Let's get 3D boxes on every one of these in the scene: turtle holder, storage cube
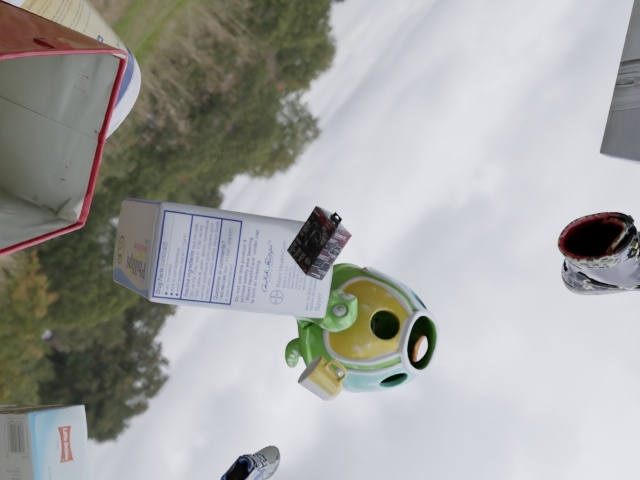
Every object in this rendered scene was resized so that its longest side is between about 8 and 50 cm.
[{"bbox_3d":[0.080,0.146,1.751,0.227,0.320,0.243,10,-131,34],"label":"turtle holder"},{"bbox_3d":[-0.316,-0.111,0.830,0.215,0.193,0.183,-29,141,-65],"label":"storage cube"}]

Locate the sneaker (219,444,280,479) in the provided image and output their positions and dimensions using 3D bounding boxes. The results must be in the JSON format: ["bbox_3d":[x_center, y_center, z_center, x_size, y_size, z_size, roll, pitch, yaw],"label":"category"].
[{"bbox_3d":[-0.109,0.361,1.506,0.135,0.052,0.058,-34,144,-42],"label":"sneaker"}]

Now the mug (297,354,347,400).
[{"bbox_3d":[0.007,0.235,1.598,0.062,0.064,0.078,-49,-173,-21],"label":"mug"}]

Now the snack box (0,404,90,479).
[{"bbox_3d":[-0.325,0.261,0.957,0.060,0.187,0.322,-2,174,-41],"label":"snack box"}]

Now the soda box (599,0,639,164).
[{"bbox_3d":[0.272,-0.187,0.646,0.091,0.098,0.286,-10,113,-65],"label":"soda box"}]

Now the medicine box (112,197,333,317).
[{"bbox_3d":[-0.160,0.025,1.528,0.263,0.289,0.149,-171,-90,-66],"label":"medicine box"}]

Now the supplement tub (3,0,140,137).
[{"bbox_3d":[-0.418,-0.275,1.282,0.228,0.316,0.228,-18,-134,20],"label":"supplement tub"}]

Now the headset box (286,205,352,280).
[{"bbox_3d":[0.000,0.000,1.249,0.083,0.032,0.062,-56,-139,13],"label":"headset box"}]

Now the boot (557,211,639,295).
[{"bbox_3d":[0.435,0.014,1.277,0.236,0.085,0.178,-10,160,17],"label":"boot"}]
